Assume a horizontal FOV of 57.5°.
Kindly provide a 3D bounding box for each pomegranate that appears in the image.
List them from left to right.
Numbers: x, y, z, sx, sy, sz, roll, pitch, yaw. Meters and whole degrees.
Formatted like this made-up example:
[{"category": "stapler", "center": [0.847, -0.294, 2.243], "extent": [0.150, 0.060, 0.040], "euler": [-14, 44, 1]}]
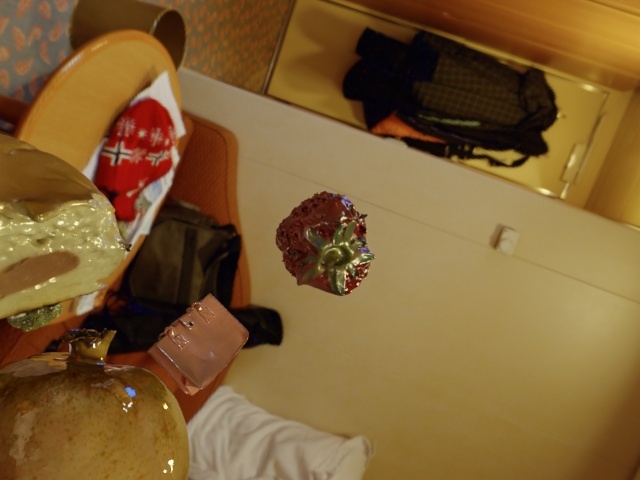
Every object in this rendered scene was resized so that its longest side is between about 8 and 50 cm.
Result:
[{"category": "pomegranate", "center": [-0.308, 0.266, 0.722], "extent": [0.319, 0.319, 0.319], "euler": [21, 90, -84]}]

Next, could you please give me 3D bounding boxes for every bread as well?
[{"category": "bread", "center": [-0.343, 0.012, 0.710], "extent": [0.224, 0.211, 0.183], "euler": [-104, -145, -53]}]

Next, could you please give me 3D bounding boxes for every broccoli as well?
[{"category": "broccoli", "center": [-0.713, 0.169, 1.455], "extent": [0.131, 0.130, 0.120], "euler": [-41, 149, -11]}]

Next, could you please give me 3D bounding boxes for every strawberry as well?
[{"category": "strawberry", "center": [0.000, 0.000, 1.097], "extent": [0.201, 0.187, 0.184], "euler": [22, -93, 58]}]

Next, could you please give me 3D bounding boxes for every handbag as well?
[{"category": "handbag", "center": [-0.275, 0.232, 1.337], "extent": [0.059, 0.157, 0.212], "euler": [-36, -172, 37]}]
